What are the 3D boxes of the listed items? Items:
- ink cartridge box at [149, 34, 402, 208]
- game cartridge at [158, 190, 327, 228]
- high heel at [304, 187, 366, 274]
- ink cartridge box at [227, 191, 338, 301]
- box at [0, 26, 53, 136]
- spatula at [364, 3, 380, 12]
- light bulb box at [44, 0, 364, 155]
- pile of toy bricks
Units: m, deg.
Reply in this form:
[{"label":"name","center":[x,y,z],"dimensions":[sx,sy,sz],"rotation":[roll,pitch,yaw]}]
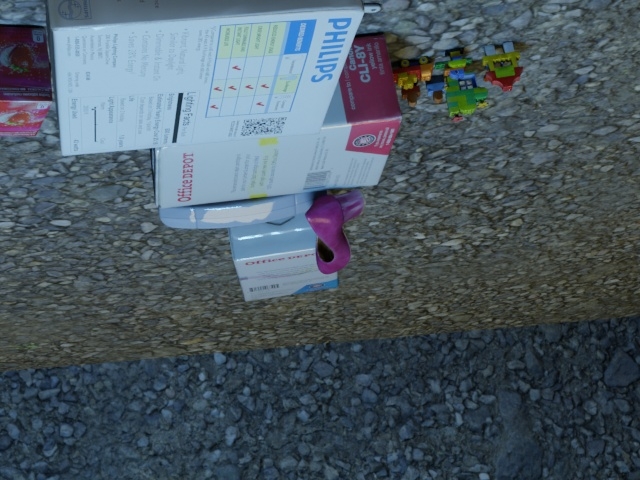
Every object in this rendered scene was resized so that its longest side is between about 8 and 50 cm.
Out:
[{"label":"ink cartridge box","center":[-0.086,-0.188,2.210],"dimensions":[0.384,0.160,0.279],"rotation":[-7,162,-10]},{"label":"game cartridge","center":[-0.143,-0.103,2.397],"dimensions":[0.294,0.196,0.060],"rotation":[-8,126,-5]},{"label":"high heel","center":[0.000,0.000,2.389],"dimensions":[0.117,0.082,0.244],"rotation":[-21,160,-26]},{"label":"ink cartridge box","center":[-0.076,-0.023,2.649],"dimensions":[0.198,0.197,0.270],"rotation":[-9,161,-2]},{"label":"box","center":[-0.521,-0.226,1.939],"dimensions":[0.256,0.123,0.128],"rotation":[-1,161,-24]},{"label":"spatula","center":[-0.009,-0.360,1.964],"dimensions":[0.242,0.019,0.168],"rotation":[-4,160,-16]},{"label":"light bulb box","center":[-0.164,-0.287,1.726],"dimensions":[0.361,0.225,0.358],"rotation":[-6,161,-12]},{"label":"pile of toy bricks","center":[0.229,-0.250,2.273],"dimensions":[0.212,0.105,0.118],"rotation":[-9,162,-1]}]
